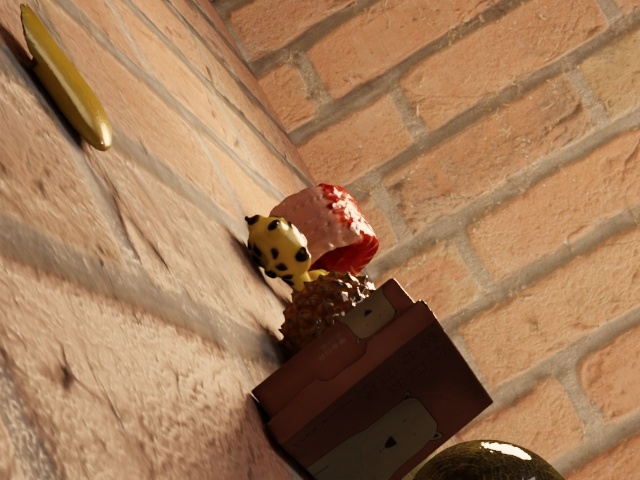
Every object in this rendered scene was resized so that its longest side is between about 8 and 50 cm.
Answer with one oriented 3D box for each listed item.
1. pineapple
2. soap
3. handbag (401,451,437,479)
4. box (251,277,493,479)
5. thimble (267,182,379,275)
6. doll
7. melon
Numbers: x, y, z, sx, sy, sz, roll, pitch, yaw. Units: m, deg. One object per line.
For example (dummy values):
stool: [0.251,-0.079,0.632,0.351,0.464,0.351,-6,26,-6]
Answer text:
pineapple: [0.021,0.128,1.730,0.166,0.166,0.193,58,22,-8]
soap: [-0.259,-0.162,1.315,0.168,0.033,0.089,57,3,-20]
handbag: [0.118,0.301,2.054,0.256,0.079,0.219,53,12,-41]
box: [0.058,0.174,1.450,0.086,0.215,0.215,49,-2,41]
thimble: [0.002,-0.004,2.180,0.125,0.163,0.189,60,5,24]
doll: [-0.027,0.059,1.980,0.117,0.086,0.291,23,-23,41]
melon: [0.233,0.392,1.702,0.302,0.237,0.237,53,8,-42]
